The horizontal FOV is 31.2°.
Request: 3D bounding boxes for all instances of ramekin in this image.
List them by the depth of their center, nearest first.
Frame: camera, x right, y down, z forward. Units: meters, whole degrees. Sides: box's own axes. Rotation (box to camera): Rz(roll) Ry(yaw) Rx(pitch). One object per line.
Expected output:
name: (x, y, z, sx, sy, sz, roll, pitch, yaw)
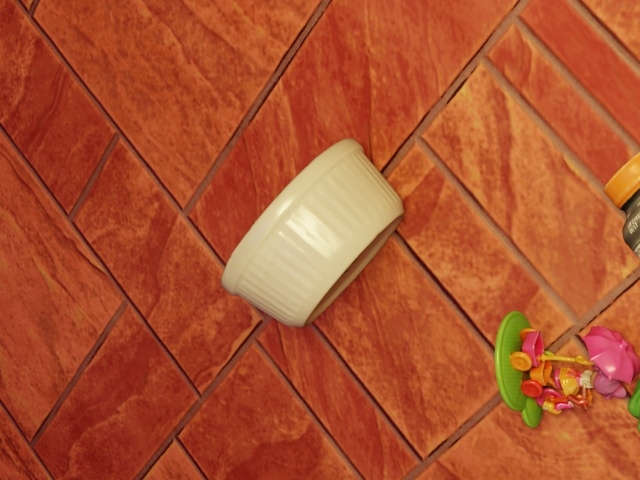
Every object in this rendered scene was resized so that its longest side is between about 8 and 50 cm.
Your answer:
ramekin: (0.000, 0.000, 1.569, 0.127, 0.273, 0.273, 41, 128, 7)

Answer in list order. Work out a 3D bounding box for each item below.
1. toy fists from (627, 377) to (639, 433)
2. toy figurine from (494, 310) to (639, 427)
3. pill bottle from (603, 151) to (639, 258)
toy fists: (0.488, 0.226, 1.306, 0.279, 0.096, 0.142, 31, 82, 29)
toy figurine: (0.326, 0.169, 1.455, 0.159, 0.130, 0.173, -4, 124, 32)
pill bottle: (0.430, 0.003, 1.281, 0.245, 0.130, 0.130, 51, 130, 15)
